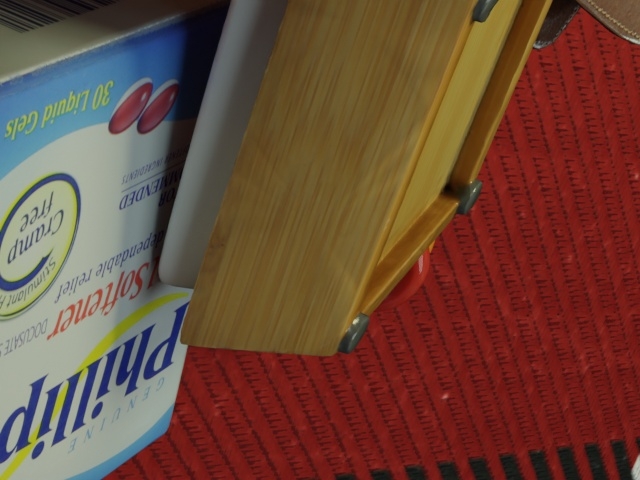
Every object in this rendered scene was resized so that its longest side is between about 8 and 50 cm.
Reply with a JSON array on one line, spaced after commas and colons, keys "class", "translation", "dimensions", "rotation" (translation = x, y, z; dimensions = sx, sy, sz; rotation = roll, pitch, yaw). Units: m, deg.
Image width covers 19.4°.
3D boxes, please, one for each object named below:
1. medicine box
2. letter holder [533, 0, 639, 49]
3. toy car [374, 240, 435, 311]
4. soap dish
[{"class": "medicine box", "translation": [-0.178, 0.002, 0.981], "dimensions": [0.263, 0.149, 0.289], "rotation": [-33, 141, -58]}, {"class": "letter holder", "translation": [0.105, -0.222, 1.176], "dimensions": [0.214, 0.152, 0.302], "rotation": [-53, 141, 1]}, {"class": "toy car", "translation": [0.000, 0.000, 1.236], "dimensions": [0.182, 0.136, 0.159], "rotation": [-10, 124, -41]}, {"class": "soap dish", "translation": [0.035, -0.094, 0.983], "dimensions": [0.229, 0.118, 0.291], "rotation": [-46, 162, -51]}]
